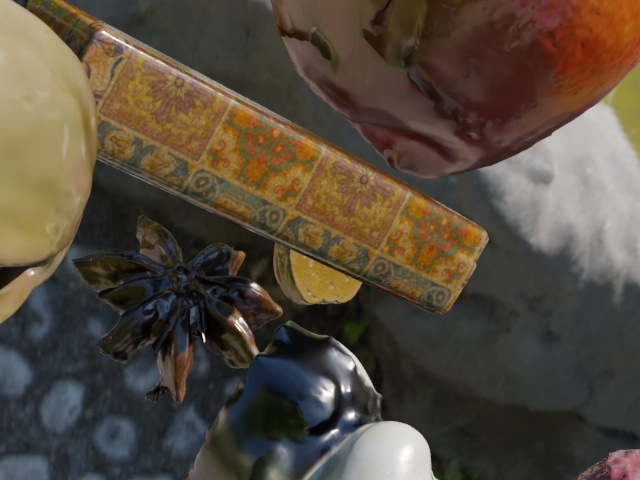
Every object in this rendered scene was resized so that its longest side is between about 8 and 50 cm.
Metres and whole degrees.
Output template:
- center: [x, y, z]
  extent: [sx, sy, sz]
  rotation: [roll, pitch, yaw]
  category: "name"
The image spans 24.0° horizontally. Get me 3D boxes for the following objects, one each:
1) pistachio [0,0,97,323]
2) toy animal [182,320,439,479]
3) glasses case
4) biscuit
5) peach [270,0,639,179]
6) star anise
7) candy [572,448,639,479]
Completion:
- center: [-0.153, -0.027, 0.409]
  extent: [0.206, 0.129, 0.131]
  rotation: [9, 28, -47]
  category: "pistachio"
- center: [0.002, 0.157, 0.922]
  extent: [0.179, 0.166, 0.138]
  rotation: [43, 65, 15]
  category: "toy animal"
- center: [-0.030, -0.032, 0.649]
  extent: [0.218, 0.075, 0.049]
  rotation: [26, 95, -36]
  category: "glasses case"
- center: [-0.003, 0.000, 1.867]
  extent: [0.050, 0.170, 0.170]
  rotation: [3, 52, 37]
  category: "biscuit"
- center: [0.112, -0.225, 1.015]
  extent: [0.290, 0.372, 0.372]
  rotation: [32, 60, -3]
  category: "peach"
- center: [-0.107, 0.044, 1.136]
  extent: [0.168, 0.057, 0.168]
  rotation: [9, 57, -14]
  category: "star anise"
- center: [0.132, 0.129, 0.570]
  extent: [0.043, 0.103, 0.103]
  rotation: [-37, 68, 20]
  category: "candy"
